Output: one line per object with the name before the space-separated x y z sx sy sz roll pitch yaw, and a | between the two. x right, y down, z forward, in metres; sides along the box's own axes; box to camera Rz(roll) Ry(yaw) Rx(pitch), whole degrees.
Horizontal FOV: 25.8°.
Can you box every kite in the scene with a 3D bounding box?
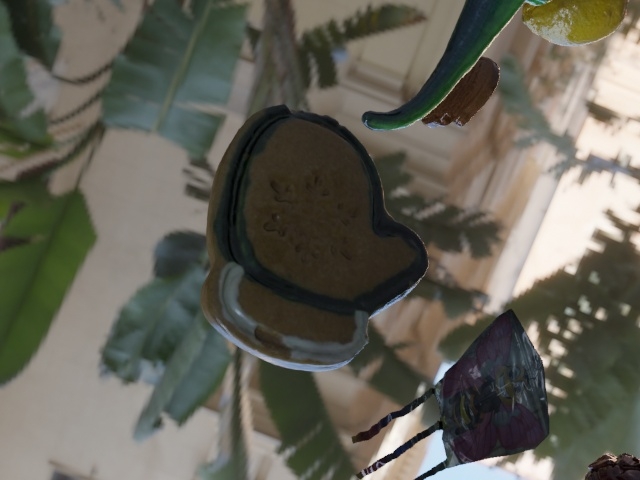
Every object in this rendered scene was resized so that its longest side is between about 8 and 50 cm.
kite | 0.180 0.253 1.983 0.022 0.360 0.204 21 -133 -41

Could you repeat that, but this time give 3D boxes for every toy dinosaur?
toy dinosaur | 0.190 -0.355 1.289 0.144 0.374 0.500 16 -139 38

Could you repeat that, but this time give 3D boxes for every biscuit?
biscuit | 0.001 -0.001 1.656 0.287 0.057 0.343 21 -124 -19
biscuit | 0.159 -0.174 1.621 0.019 0.102 0.130 38 173 -23

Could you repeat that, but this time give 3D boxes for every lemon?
lemon | 0.355 -0.326 1.935 0.155 0.114 0.114 -14 -167 10

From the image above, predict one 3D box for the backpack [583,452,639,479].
backpack | 0.472 0.381 1.980 0.229 0.139 0.229 27 -169 -6
